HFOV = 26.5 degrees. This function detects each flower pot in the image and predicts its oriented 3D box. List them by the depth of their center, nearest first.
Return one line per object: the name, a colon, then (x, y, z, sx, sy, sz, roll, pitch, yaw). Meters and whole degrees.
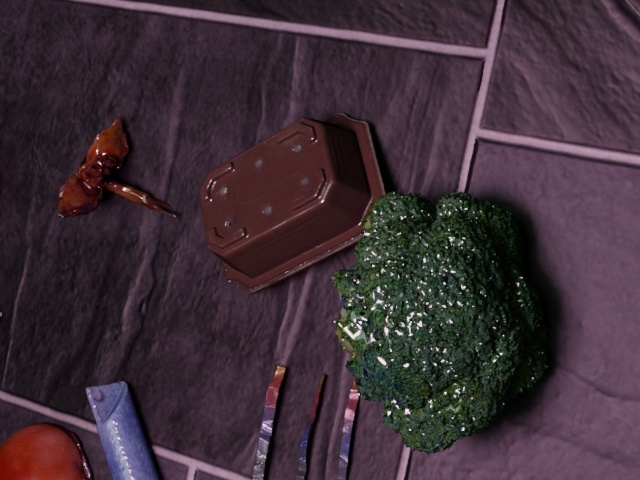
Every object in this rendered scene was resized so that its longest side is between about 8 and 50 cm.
flower pot: (-0.050, -0.056, 1.667, 0.251, 0.084, 0.178, -27, 60, 26)

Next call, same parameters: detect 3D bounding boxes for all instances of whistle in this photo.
whistle: (-0.236, 0.327, 1.781, 0.062, 0.062, 0.304, -30, 71, 26)

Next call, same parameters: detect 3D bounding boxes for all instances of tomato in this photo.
tomato: (-0.402, 0.366, 1.852, 0.199, 0.112, 0.228, -44, 63, 22)

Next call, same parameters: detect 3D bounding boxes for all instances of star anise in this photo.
star anise: (-0.275, -0.067, 1.848, 0.158, 0.144, 0.140, -54, 18, 8)

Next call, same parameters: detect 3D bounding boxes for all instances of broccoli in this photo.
broccoli: (0.120, 0.088, 1.515, 0.245, 0.265, 0.294, -7, 73, 65)

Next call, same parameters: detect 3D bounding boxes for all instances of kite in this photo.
kite: (-0.035, 0.341, 1.685, 0.204, 0.022, 0.360, 7, 91, 31)

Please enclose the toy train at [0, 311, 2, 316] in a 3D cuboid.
toy train: (-0.499, 0.099, 1.973, 0.083, 0.033, 0.053, 8, 87, 31)
